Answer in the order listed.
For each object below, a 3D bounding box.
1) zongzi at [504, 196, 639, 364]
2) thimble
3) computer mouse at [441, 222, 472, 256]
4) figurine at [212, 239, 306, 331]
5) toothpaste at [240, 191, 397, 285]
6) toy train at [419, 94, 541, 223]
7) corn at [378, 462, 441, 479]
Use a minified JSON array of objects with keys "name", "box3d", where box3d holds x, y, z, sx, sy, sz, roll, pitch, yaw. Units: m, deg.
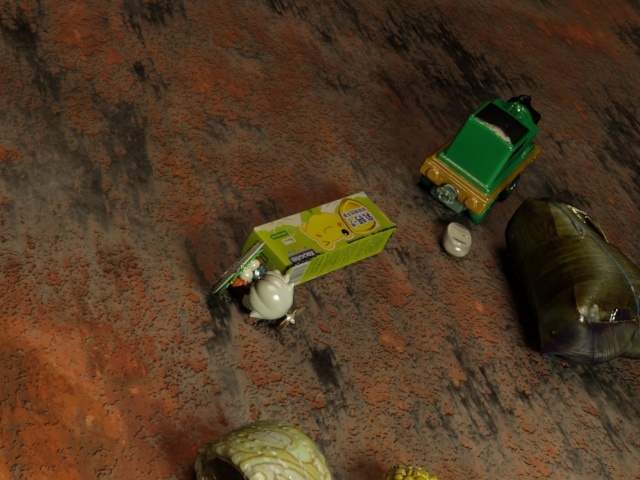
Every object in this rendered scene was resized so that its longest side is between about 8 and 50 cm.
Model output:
[{"name":"zongzi","box3d":[0.614,0.087,2.341,0.432,0.208,0.403,6,42,-18]},{"name":"thimble","box3d":[-0.090,0.347,1.681,0.143,0.137,0.190,-14,45,-42]},{"name":"computer mouse","box3d":[0.286,0.002,2.380,0.066,0.039,0.096,26,31,-6]},{"name":"figurine","box3d":[-0.098,0.093,1.987,0.154,0.132,0.132,45,39,-3]},{"name":"toothpaste","box3d":[0.000,0.000,2.170,0.327,0.077,0.110,-20,58,-45]},{"name":"toy train","box3d":[0.373,-0.204,2.492,0.178,0.249,0.429,38,39,10]},{"name":"corn","box3d":[0.135,0.480,1.686,0.130,0.130,0.347,19,42,-13]}]
